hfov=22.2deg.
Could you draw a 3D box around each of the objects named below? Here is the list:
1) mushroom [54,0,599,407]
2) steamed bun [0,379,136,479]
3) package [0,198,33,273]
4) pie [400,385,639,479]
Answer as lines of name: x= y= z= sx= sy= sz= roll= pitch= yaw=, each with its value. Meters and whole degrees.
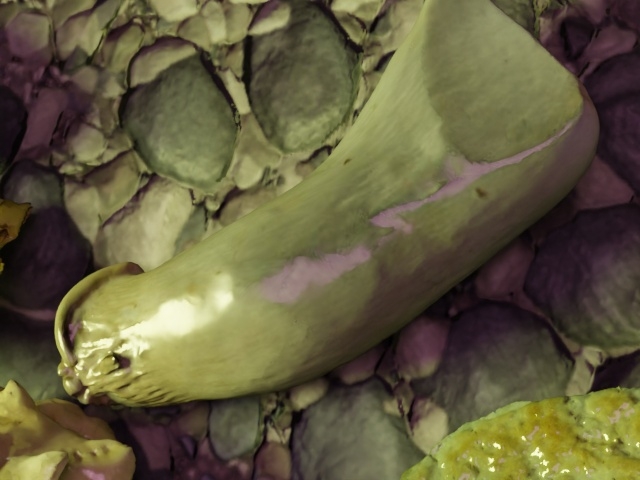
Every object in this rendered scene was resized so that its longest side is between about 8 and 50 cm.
mushroom: x=-0.001 y=0.001 z=1.113 sx=0.397 sy=0.126 sz=0.177 roll=-39 pitch=64 yaw=-3
steamed bun: x=-0.242 y=0.203 z=1.045 sx=0.292 sy=0.137 sz=0.295 roll=-38 pitch=74 yaw=-26
package: x=-0.322 y=0.031 z=1.153 sx=0.226 sy=0.090 sz=0.168 roll=0 pitch=46 yaw=10
pie: x=0.151 y=0.228 z=1.043 sx=0.274 sy=0.105 sz=0.257 roll=-33 pitch=64 yaw=-2
